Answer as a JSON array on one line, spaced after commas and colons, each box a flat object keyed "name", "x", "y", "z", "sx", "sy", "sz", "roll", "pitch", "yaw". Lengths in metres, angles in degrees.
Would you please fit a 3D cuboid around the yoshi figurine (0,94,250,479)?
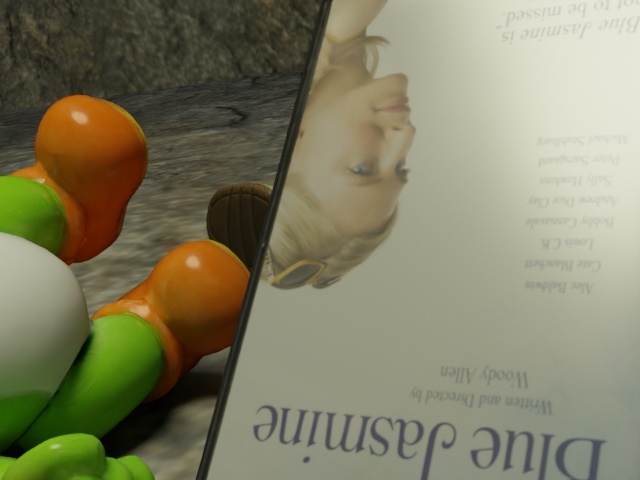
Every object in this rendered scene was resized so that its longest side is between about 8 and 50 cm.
[{"name": "yoshi figurine", "x": -0.176, "y": 0.041, "z": 0.428, "sx": 0.204, "sy": 0.203, "sz": 0.362, "roll": 9, "pitch": 25, "yaw": 33}]

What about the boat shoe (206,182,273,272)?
[{"name": "boat shoe", "x": 0.000, "y": 0.000, "z": 0.738, "sx": 0.190, "sy": 0.068, "sz": 0.072, "roll": 18, "pitch": 17, "yaw": 41}]

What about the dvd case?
[{"name": "dvd case", "x": 0.052, "y": 0.000, "z": 0.411, "sx": 0.180, "sy": 0.253, "sz": 0.022, "roll": 0, "pitch": -24, "yaw": 32}]
